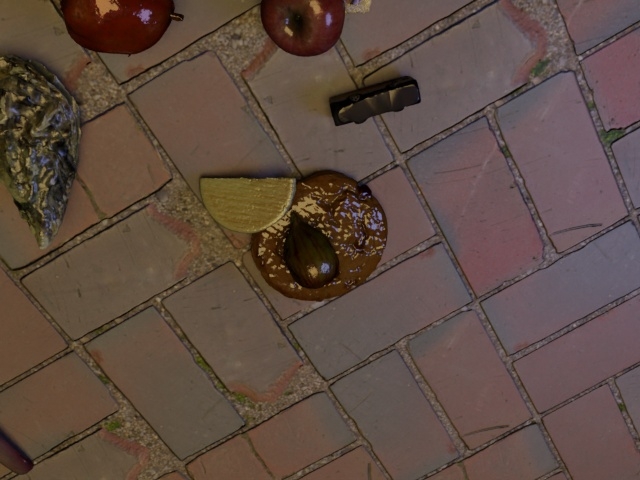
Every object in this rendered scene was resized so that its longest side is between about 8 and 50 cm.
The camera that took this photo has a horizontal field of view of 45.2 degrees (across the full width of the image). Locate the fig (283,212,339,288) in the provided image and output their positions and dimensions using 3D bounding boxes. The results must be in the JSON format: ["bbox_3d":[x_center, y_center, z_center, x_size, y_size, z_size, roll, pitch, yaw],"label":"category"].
[{"bbox_3d":[-0.025,0.018,1.500,0.103,0.109,0.155,-23,97,-36],"label":"fig"}]

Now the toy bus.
[{"bbox_3d":[0.103,-0.269,1.479,0.171,0.072,0.057,-16,115,0],"label":"toy bus"}]

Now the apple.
[{"bbox_3d":[-0.028,-0.402,1.359,0.153,0.120,0.153,12,131,14],"label":"apple"}]

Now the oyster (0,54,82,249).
[{"bbox_3d":[-0.522,-0.159,1.395,0.162,0.158,0.351,2,105,27],"label":"oyster"}]

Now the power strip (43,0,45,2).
[{"bbox_3d":[-0.483,-0.453,1.323,0.027,0.017,0.083,-5,115,-6],"label":"power strip"}]

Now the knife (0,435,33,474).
[{"bbox_3d":[-0.735,0.431,1.683,0.123,0.053,0.278,-27,116,10],"label":"knife"}]

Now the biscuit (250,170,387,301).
[{"bbox_3d":[0.000,0.001,1.589,0.295,0.075,0.296,-4,116,-8],"label":"biscuit"}]

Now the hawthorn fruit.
[{"bbox_3d":[-0.330,-0.395,1.290,0.202,0.185,0.185,11,113,-19],"label":"hawthorn fruit"}]

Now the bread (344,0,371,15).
[{"bbox_3d":[0.052,-0.446,1.407,0.083,0.035,0.070,-6,118,-10],"label":"bread"}]

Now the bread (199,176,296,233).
[{"bbox_3d":[-0.143,-0.069,1.519,0.192,0.036,0.112,0,93,7],"label":"bread"}]
